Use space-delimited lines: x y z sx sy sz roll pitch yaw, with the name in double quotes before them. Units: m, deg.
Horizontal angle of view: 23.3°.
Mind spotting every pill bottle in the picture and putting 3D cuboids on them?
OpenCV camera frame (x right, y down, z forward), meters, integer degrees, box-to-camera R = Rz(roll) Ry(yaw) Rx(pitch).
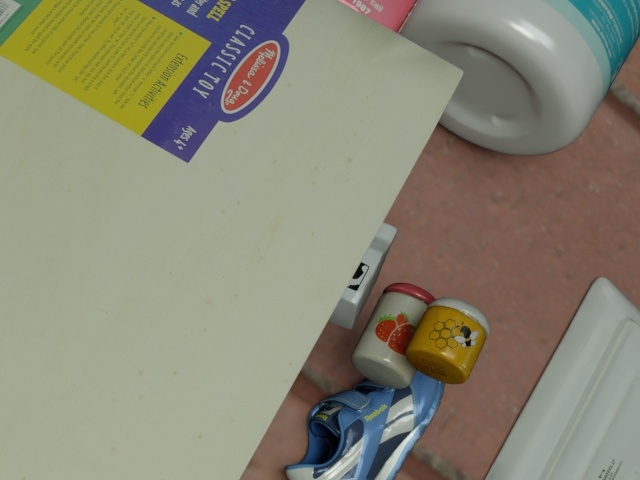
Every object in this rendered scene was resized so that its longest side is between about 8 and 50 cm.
"pill bottle" 0.167 -0.196 1.060 0.146 0.146 0.264 41 62 -16

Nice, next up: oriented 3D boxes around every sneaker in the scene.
"sneaker" 0.030 0.111 0.972 0.059 0.053 0.144 40 62 -14

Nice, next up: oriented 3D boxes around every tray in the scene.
"tray" 0.191 0.167 1.063 0.145 0.030 0.270 42 63 -17

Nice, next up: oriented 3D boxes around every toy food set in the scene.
"toy food set" 0.000 0.000 0.935 0.232 0.111 0.104 24 65 9

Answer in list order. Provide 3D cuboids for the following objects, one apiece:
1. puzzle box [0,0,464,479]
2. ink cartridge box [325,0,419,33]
"puzzle box" -0.116 -0.016 0.800 0.272 0.052 0.409 30 51 2
"ink cartridge box" 0.008 -0.271 1.003 0.207 0.117 0.283 40 64 -16
